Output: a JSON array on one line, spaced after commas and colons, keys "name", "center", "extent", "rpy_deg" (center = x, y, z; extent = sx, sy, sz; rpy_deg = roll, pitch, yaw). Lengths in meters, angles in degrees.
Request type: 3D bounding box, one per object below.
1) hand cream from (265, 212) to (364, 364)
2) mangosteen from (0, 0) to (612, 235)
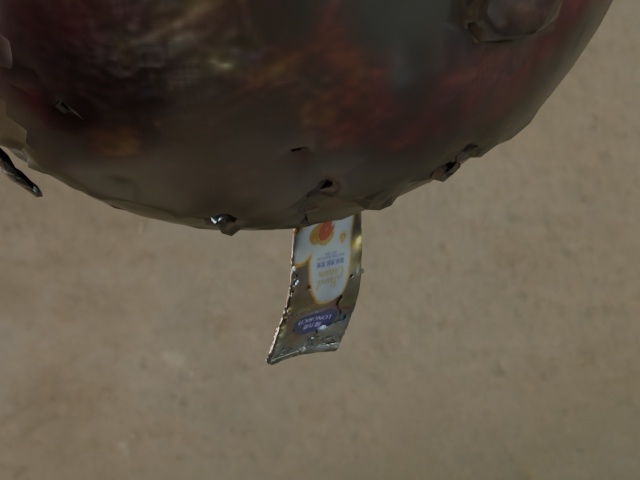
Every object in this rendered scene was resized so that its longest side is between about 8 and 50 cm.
[{"name": "hand cream", "center": [0.000, 0.000, 0.786], "extent": [0.039, 0.062, 0.163], "rpy_deg": [20, 112, 42]}, {"name": "mangosteen", "center": [-0.062, -0.203, 0.555], "extent": [0.421, 0.381, 0.381], "rpy_deg": [30, 119, 14]}]
